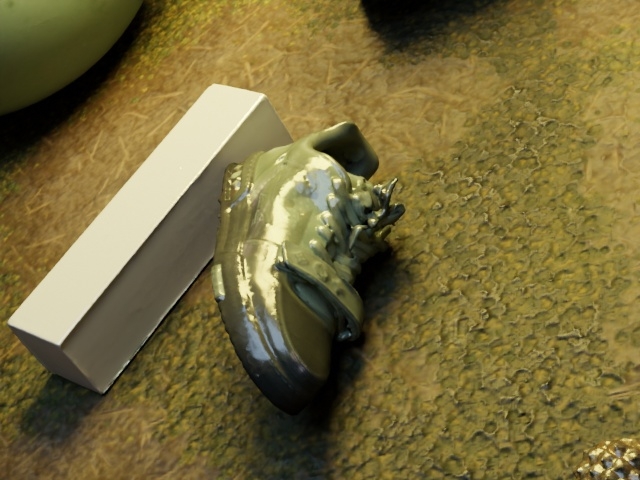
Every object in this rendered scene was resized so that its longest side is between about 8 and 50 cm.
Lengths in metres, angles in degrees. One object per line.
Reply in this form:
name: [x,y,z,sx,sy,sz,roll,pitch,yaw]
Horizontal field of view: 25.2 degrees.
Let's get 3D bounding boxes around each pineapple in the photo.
pineapple: [0.179,0.201,0.868,0.074,0.074,0.159,-4,51,30]

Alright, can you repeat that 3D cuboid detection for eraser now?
eraser: [-0.144,-0.007,1.274,0.078,0.076,0.298,17,60,42]

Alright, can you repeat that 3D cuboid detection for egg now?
egg: [-0.336,-0.291,1.526,0.389,0.276,0.276,-43,41,-12]

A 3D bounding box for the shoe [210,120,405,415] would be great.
shoe: [0.002,0.001,1.144,0.149,0.109,0.293,-28,35,14]
